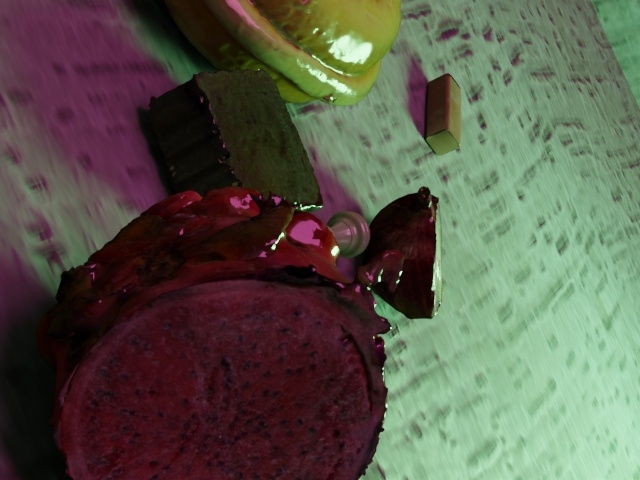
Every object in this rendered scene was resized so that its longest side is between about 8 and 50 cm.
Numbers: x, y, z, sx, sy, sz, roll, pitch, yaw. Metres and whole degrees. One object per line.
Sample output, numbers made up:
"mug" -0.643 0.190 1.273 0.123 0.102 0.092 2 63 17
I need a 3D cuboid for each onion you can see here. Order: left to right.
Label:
"onion" 0.107 0.007 1.847 0.206 0.098 0.151 -77 161 -60

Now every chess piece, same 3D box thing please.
"chess piece" 0.000 0.000 1.722 0.149 0.059 0.059 -13 80 -56

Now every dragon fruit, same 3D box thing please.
"dragon fruit" -0.087 0.096 1.259 0.263 0.314 0.296 -117 -165 -64

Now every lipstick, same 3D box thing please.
"lipstick" 0.195 -0.200 2.251 0.045 0.045 0.145 50 30 -34

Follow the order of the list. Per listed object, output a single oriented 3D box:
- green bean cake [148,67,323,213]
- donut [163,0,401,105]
"green bean cake" -0.095 -0.091 1.563 0.181 0.094 0.173 -15 81 -63
"donut" -0.061 -0.359 1.733 0.449 0.198 0.449 42 35 -39
